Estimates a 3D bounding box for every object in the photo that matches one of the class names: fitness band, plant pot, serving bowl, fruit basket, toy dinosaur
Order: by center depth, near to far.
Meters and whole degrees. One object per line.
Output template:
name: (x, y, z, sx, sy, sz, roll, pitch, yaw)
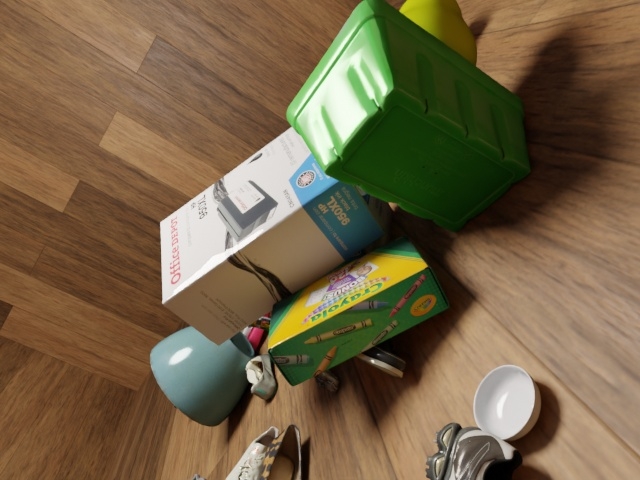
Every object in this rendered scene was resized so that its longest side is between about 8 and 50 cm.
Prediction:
serving bowl: (0.211, 0.183, 0.505, 0.083, 0.027, 0.083, -51, 19, 25)
fruit basket: (0.157, -0.246, 0.785, 0.283, 0.392, 0.392, -47, 21, 37)
toy dinosaur: (0.015, 0.193, 0.969, 0.268, 0.064, 0.118, -91, 21, -63)
plant pot: (-0.305, 0.345, 1.302, 0.195, 0.290, 0.290, -42, 19, 2)
fitness band: (-0.217, 0.266, 1.527, 0.209, 0.054, 0.291, -57, 16, 18)

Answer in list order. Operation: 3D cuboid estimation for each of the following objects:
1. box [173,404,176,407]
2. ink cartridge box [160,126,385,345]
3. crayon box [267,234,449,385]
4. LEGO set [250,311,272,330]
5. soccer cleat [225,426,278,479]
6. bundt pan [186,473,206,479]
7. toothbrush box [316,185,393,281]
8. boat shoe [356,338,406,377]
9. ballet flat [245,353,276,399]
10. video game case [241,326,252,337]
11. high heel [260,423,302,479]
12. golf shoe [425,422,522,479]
box: (-0.445, 0.520, 1.666, 0.156, 0.093, 0.158, -52, 18, 24)
ink cartridge box: (-0.116, -0.025, 0.914, 0.395, 0.166, 0.285, -35, 38, 6)
crayon box: (0.053, 0.109, 0.761, 0.278, 0.081, 0.165, -28, 16, 6)
LEGO set: (-0.134, 0.089, 1.233, 0.192, 0.255, 0.331, 105, -172, -48)
soccer cleat: (-0.133, 0.440, 0.887, 0.196, 0.068, 0.076, -40, -29, -71)
bundt pan: (-0.248, 0.641, 0.868, 0.331, 0.124, 0.331, -52, 18, 24)
toothbrush box: (0.000, 0.000, 1.038, 0.296, 0.126, 0.216, -15, 41, 30)
boat shoe: (0.086, 0.167, 0.786, 0.079, 0.084, 0.233, -61, 14, -2)
ballet flat: (-0.164, 0.346, 1.210, 0.072, 0.068, 0.213, -60, 17, 1)
video game case: (-0.221, 0.211, 1.492, 0.193, 0.023, 0.212, -62, 17, 2)
high heel: (-0.056, 0.410, 0.752, 0.261, 0.093, 0.186, 140, 150, -68)
golf shoe: (0.144, 0.286, 0.442, 0.094, 0.077, 0.198, -12, 58, 51)
